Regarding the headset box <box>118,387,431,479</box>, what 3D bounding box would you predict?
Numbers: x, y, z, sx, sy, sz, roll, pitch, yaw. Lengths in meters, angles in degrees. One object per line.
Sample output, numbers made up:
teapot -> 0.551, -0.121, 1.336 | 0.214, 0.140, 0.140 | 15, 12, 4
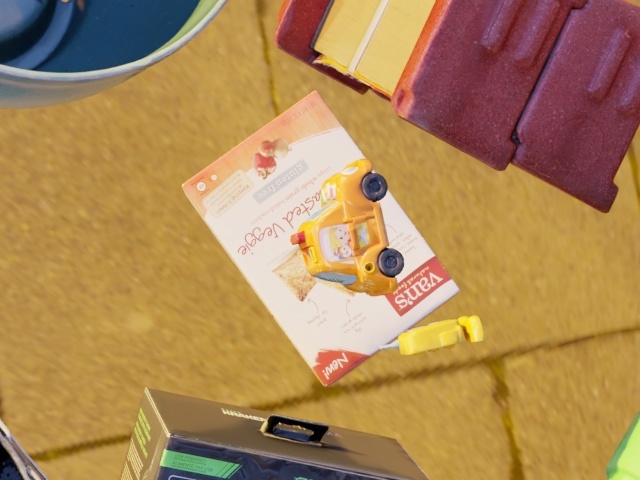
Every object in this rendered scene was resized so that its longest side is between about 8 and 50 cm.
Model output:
headset box -> -0.059, 0.280, 1.686 | 0.246, 0.131, 0.283 | 14, 100, -17

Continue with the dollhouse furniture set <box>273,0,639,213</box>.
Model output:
dollhouse furniture set -> 0.140, -0.228, 1.116 | 0.152, 0.201, 0.374 | 21, 99, -28

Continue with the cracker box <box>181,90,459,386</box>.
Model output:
cracker box -> 0.000, 0.000, 1.814 | 0.155, 0.067, 0.232 | -36, 88, -3

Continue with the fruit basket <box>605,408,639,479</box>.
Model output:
fruit basket -> 0.289, 0.231, 0.845 | 0.392, 0.392, 0.283 | -51, 38, -4

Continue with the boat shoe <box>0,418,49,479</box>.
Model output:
boat shoe -> -0.310, 0.174, 1.616 | 0.108, 0.102, 0.301 | -41, 79, -8

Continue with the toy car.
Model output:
toy car -> 0.020, 0.006, 0.762 | 0.040, 0.122, 0.060 | -12, 105, -16

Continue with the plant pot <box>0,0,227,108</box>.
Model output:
plant pot -> -0.211, -0.207, 1.262 | 0.293, 0.196, 0.293 | 8, 70, -23
